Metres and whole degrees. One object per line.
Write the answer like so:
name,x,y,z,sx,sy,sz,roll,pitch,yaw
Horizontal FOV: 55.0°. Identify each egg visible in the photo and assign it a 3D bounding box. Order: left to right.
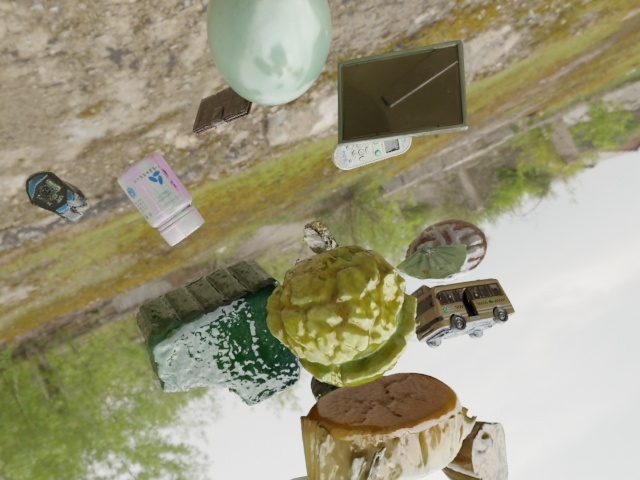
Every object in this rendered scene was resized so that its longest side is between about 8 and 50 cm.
egg,-0.113,-0.464,1.365,0.276,0.276,0.389,-25,160,-11

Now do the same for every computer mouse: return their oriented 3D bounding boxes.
computer mouse,-0.552,-0.095,1.291,0.079,0.135,0.047,-59,-175,2

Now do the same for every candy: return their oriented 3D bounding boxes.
candy,0.447,0.043,2.201,0.289,0.214,0.157,-18,166,-11

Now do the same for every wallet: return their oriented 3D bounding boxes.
wallet,-0.268,-0.374,1.721,0.230,0.124,0.042,-8,151,39

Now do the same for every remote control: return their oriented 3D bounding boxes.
remote control,0.133,-0.247,1.623,0.221,0.078,0.042,-18,-159,-11

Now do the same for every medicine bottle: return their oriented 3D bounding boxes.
medicine bottle,-0.467,-0.120,1.818,0.152,0.254,0.152,-33,-171,6

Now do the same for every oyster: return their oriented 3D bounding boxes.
oyster,0.004,-0.003,1.401,0.051,0.103,0.148,-52,162,-11

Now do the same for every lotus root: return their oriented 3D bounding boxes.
lotus root,0.378,0.568,1.618,0.180,0.188,0.199,-8,163,39

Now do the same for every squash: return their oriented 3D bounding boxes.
squash,0.067,0.472,1.922,0.172,0.218,0.218,-32,176,24

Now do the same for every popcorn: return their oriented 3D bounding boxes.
popcorn,0.051,0.137,1.199,0.282,0.282,0.247,-24,180,-34

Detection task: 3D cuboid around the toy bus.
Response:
toy bus,0.392,0.194,1.726,0.289,0.157,0.139,-5,153,-30

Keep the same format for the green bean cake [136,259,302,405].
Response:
green bean cake,-0.219,0.227,1.353,0.307,0.300,0.169,-23,-149,-22

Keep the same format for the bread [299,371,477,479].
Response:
bread,0.131,0.392,1.285,0.388,0.183,0.236,-3,180,-42

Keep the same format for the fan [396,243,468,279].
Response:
fan,0.333,0.059,1.773,0.240,0.131,0.009,-17,140,-20

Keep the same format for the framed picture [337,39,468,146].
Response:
framed picture,0.196,-0.362,1.521,0.324,0.241,0.020,-6,163,18

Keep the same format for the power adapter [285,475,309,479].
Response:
power adapter,0.003,0.653,1.491,0.187,0.124,0.255,7,-170,-35
